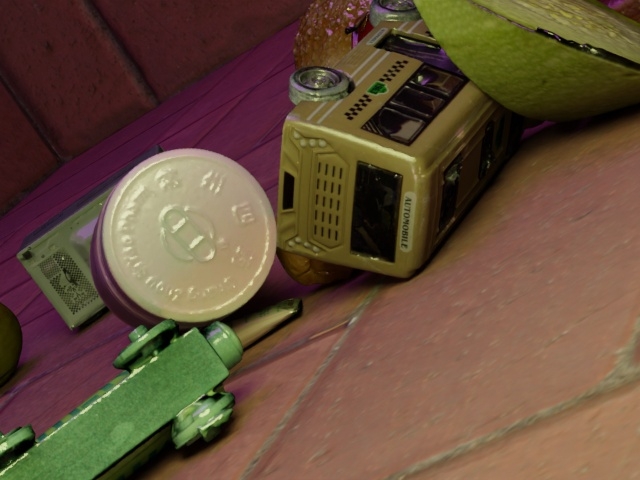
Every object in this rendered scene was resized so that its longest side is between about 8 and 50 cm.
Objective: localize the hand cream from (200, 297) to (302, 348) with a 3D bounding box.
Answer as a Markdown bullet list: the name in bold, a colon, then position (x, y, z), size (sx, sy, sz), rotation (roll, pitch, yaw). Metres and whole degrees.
- **hand cream**: position (-0.080, 0.086, 1.499), size (0.143, 0.039, 0.061), rotation (-25, 3, 5)

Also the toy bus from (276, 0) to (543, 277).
- **toy bus**: position (0.077, -0.095, 1.452), size (0.157, 0.139, 0.289), rotation (17, 34, 19)

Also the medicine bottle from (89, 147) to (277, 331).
- **medicine bottle**: position (-0.127, 0.006, 1.553), size (0.152, 0.152, 0.254), rotation (-37, 2, -10)

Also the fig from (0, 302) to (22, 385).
- **fig**: position (-0.447, 0.136, 2.054), size (0.186, 0.142, 0.148), rotation (-28, -23, -42)

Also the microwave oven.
- **microwave oven**: position (-0.244, -0.004, 2.103), size (0.208, 0.122, 0.162), rotation (-35, 11, 1)

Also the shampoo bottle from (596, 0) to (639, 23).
- **shampoo bottle**: position (0.207, -0.169, 1.629), size (0.260, 0.064, 0.102), rotation (-28, 14, 30)

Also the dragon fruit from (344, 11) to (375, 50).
- **dragon fruit**: position (0.099, -0.207, 1.902), size (0.133, 0.136, 0.166), rotation (-16, 53, 12)

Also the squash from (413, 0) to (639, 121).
- **squash**: position (0.214, -0.173, 1.401), size (0.237, 0.204, 0.155), rotation (-1, -27, -41)

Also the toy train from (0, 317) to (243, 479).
- **toy train**: position (-0.169, 0.153, 1.330), size (0.253, 0.105, 0.157), rotation (-38, -2, -16)

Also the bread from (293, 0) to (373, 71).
- **bread**: position (0.094, -0.283, 2.200), size (0.305, 0.159, 0.305), rotation (-32, 12, 8)

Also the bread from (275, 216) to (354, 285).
- **bread**: position (0.000, 0.000, 1.502), size (0.083, 0.081, 0.046), rotation (16, 13, 19)
